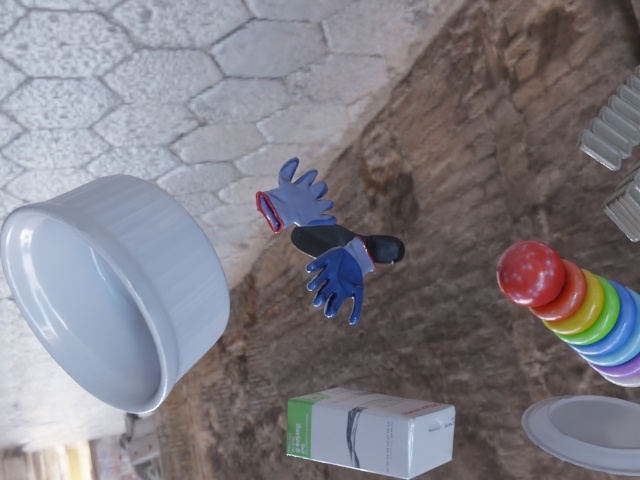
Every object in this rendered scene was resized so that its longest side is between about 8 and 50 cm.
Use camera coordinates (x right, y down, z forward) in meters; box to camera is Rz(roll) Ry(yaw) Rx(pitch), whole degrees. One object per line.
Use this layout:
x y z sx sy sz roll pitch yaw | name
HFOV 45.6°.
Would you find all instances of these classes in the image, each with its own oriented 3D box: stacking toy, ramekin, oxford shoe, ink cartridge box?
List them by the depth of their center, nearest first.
-0.240 0.055 0.913 0.277 0.277 0.135 -24 -169 47 | ramekin
0.371 0.093 1.076 0.330 0.141 0.141 30 144 -34 | stacking toy
0.047 0.017 1.426 0.212 0.076 0.076 12 165 -1 | oxford shoe
0.099 0.369 1.487 0.272 0.115 0.198 2 178 34 | ink cartridge box

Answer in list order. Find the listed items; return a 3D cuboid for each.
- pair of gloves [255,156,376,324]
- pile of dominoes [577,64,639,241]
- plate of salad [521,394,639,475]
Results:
0.000 0.000 0.870 0.023 0.198 0.159 -27 -176 30 | pair of gloves
0.412 -0.099 0.931 0.251 0.196 0.040 -43 179 -38 | pile of dominoes
0.346 0.240 0.924 0.199 0.048 0.200 1 -167 0 | plate of salad
